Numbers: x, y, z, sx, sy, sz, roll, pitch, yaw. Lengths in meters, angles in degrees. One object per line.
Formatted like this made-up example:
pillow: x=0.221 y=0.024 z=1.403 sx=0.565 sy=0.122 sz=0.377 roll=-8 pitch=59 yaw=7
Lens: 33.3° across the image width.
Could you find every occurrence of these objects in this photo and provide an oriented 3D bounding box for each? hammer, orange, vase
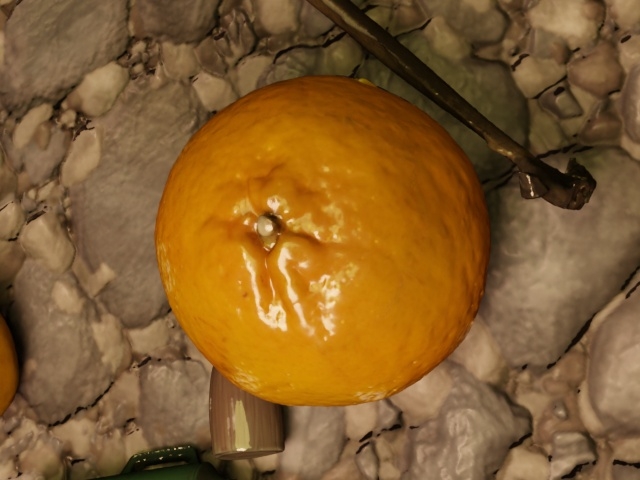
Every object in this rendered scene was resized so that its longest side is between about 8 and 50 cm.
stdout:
hammer: x=0.073 y=-0.116 z=0.755 sx=0.297 sy=0.125 sz=0.027 roll=43 pitch=111 yaw=28
orange: x=0.002 y=0.001 z=0.695 sx=0.219 sy=0.193 sz=0.219 roll=0 pitch=93 yaw=-5
vase: x=-0.056 y=0.104 z=0.769 sx=0.053 sy=0.053 sz=0.100 roll=-11 pitch=73 yaw=14

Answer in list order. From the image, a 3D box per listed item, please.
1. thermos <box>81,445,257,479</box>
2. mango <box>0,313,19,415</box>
thermos: x=-0.130 y=0.200 z=0.768 sx=0.188 sy=0.083 sz=0.073 roll=-10 pitch=99 yaw=12
mango: x=-0.313 y=0.072 z=0.829 sx=0.178 sy=0.090 sz=0.115 roll=18 pitch=97 yaw=15
